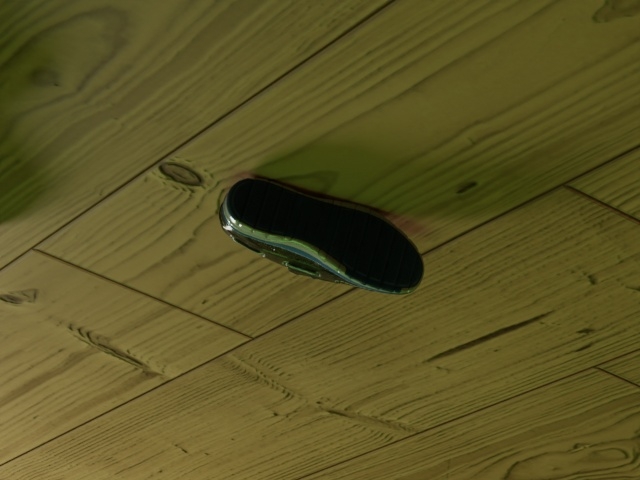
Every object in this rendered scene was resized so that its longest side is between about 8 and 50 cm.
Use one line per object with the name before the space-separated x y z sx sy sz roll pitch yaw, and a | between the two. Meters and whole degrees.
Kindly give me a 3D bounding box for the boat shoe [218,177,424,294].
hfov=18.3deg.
boat shoe | 0.000 0.000 1.705 0.183 0.066 0.066 25 156 -8
